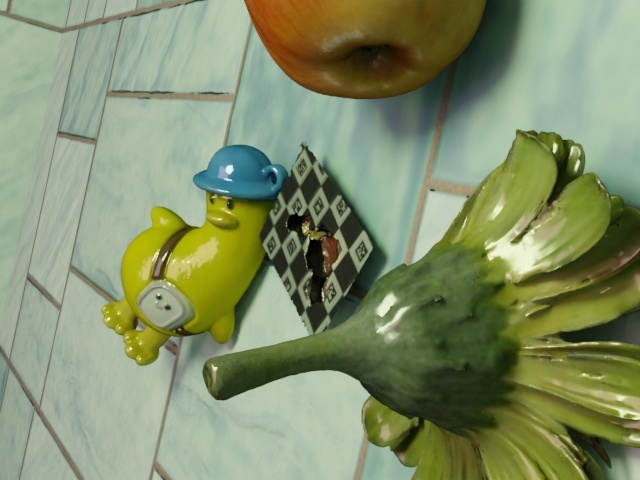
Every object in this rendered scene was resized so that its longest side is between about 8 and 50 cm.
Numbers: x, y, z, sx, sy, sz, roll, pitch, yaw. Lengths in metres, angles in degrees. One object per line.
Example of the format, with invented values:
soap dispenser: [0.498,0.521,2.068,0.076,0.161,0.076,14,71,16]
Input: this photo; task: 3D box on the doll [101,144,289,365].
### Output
doll: [-0.150,0.026,1.128,0.199,0.145,0.363,51,122,10]

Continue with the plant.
plant: [0.079,0.073,0.651,0.261,0.297,0.306,-75,-17,-82]

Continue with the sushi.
sushi: [0.000,0.000,0.960,0.139,0.031,0.201,-61,37,28]

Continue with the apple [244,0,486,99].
apple: [0.028,-0.246,0.795,0.242,0.242,0.241,-44,46,45]
